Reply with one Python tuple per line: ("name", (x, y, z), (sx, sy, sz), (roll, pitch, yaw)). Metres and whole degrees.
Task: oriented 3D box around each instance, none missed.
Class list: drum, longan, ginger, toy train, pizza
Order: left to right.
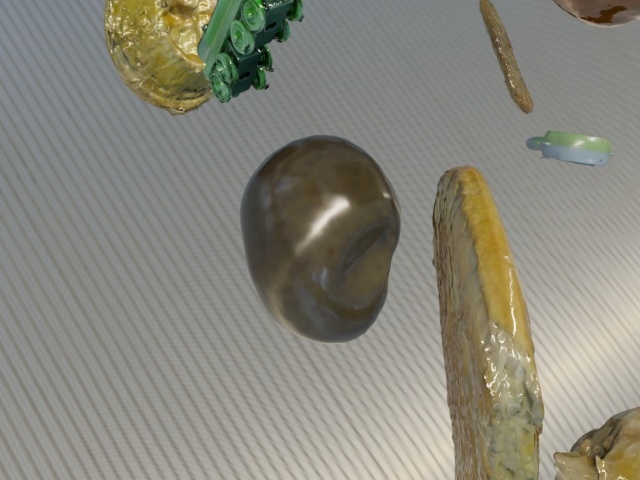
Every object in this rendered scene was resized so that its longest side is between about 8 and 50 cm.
("toy train", (-0.100, -0.274, 1.186), (0.085, 0.251, 0.119), (-23, 79, -28))
("longan", (0.000, 0.000, 1.548), (0.289, 0.288, 0.350), (-4, 97, -23))
("pizza", (0.090, 0.092, 0.496), (0.034, 0.181, 0.262), (-5, 100, 1))
("drum", (0.410, -0.168, 1.661), (0.130, 0.253, 0.049), (6, 97, -26))
("ginger", (0.314, 0.213, 0.773), (0.267, 0.138, 0.152), (32, 61, -6))

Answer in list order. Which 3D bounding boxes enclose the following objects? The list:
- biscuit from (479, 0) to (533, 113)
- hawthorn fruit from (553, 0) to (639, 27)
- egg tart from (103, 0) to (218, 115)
("biscuit", (0.349, -0.351, 1.777), (0.118, 0.029, 0.247), (17, 53, -59))
("hawthorn fruit", (0.434, -0.544, 1.268), (0.472, 0.472, 0.471), (9, 59, -16))
("egg tart", (-0.256, -0.390, 1.730), (0.315, 0.120, 0.314), (2, 87, -46))
